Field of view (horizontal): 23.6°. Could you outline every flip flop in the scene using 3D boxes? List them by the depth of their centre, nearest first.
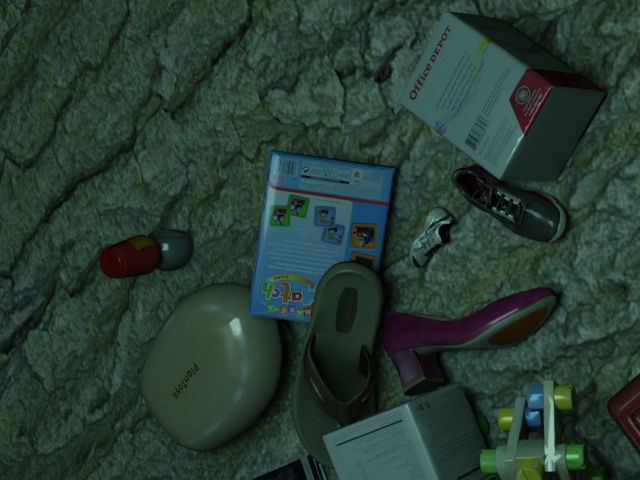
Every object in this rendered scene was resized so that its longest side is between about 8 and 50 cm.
[{"bbox_3d":[0.027,0.164,1.928,0.112,0.080,0.277,8,108,-4],"label":"flip flop"}]

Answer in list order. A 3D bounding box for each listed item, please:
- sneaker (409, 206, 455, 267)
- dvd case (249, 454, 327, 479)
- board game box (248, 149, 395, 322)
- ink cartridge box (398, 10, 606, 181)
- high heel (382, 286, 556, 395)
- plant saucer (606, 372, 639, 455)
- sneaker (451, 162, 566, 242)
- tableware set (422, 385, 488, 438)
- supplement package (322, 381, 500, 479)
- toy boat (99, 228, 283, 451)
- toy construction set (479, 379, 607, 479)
[{"bbox_3d":[0.139,0.001,1.904,0.037,0.032,0.083,35,113,33],"label":"sneaker"},{"bbox_3d":[-0.059,0.399,2.083,0.221,0.018,0.164,-29,73,36],"label":"dvd case"},{"bbox_3d":[0.000,0.000,1.954,0.160,0.039,0.211,8,97,-4],"label":"board game box"},{"bbox_3d":[0.209,-0.168,1.781,0.176,0.127,0.128,42,116,30],"label":"ink cartridge box"},{"bbox_3d":[0.175,0.088,1.860,0.244,0.082,0.117,-38,56,36],"label":"high heel"},{"bbox_3d":[0.455,0.206,1.643,0.259,0.047,0.258,-47,63,29],"label":"plant saucer"},{"bbox_3d":[0.217,-0.041,1.818,0.158,0.065,0.061,31,110,35],"label":"sneaker"},{"bbox_3d":[0.143,0.257,1.915,0.104,0.024,0.154,43,115,26],"label":"tableware set"},{"bbox_3d":[0.130,0.314,1.832,0.139,0.134,0.244,-25,83,33],"label":"supplement package"},{"bbox_3d":[-0.167,0.113,2.102,0.318,0.148,0.267,54,127,16],"label":"toy boat"},{"bbox_3d":[0.233,0.337,1.691,0.151,0.215,0.328,7,54,29],"label":"toy construction set"}]
